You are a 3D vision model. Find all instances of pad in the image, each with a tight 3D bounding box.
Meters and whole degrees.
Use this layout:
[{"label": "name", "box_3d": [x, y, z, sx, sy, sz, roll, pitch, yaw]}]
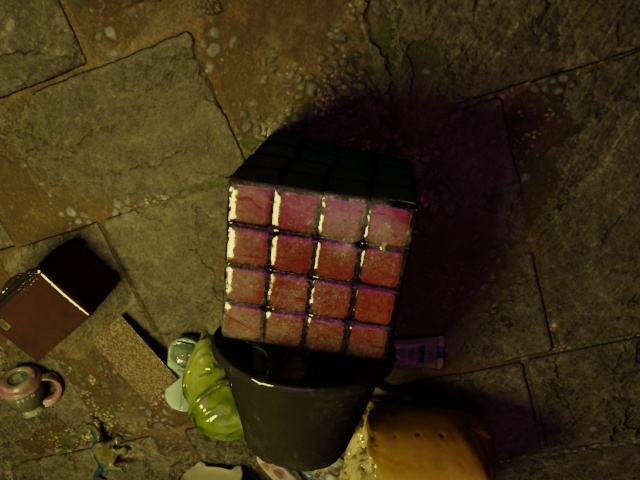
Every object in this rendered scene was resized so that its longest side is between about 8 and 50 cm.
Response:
[{"label": "pad", "box_3d": [-0.512, 0.330, 1.436, 0.158, 0.003, 0.235, -37, 96, 27]}]

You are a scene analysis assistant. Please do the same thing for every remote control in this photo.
[{"label": "remote control", "box_3d": [-0.371, 0.366, 1.439, 0.104, 0.052, 0.248, 12, 114, 0]}]

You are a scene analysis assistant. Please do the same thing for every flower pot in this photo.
[{"label": "flower pot", "box_3d": [-0.038, 0.319, 1.096, 0.379, 0.379, 0.251, 7, 103, 3]}]

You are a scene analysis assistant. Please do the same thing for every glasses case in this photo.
[{"label": "glasses case", "box_3d": [-0.121, 0.683, 1.550, 0.063, 0.041, 0.164, -39, 98, 21]}]

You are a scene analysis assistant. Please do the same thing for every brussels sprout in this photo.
[{"label": "brussels sprout", "box_3d": [-0.217, 0.361, 1.301, 0.227, 0.294, 0.259, -44, 58, 10]}]

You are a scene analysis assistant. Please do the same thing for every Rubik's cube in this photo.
[{"label": "Rubik's cube", "box_3d": [0.000, 0.000, 1.083, 0.344, 0.337, 0.344, 10, 114, 1]}]

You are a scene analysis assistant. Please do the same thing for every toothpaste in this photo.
[{"label": "toothpaste", "box_3d": [0.186, 0.292, 1.348, 0.265, 0.061, 0.096, -2, 112, 0]}]

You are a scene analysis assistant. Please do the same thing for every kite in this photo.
[{"label": "kite", "box_3d": [-0.044, 0.735, 1.586, 0.169, 0.015, 0.310, 40, 111, -9]}]

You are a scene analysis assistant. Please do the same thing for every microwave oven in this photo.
[{"label": "microwave oven", "box_3d": [-0.669, 0.141, 1.306, 0.247, 0.178, 0.188, -38, 105, 19]}]

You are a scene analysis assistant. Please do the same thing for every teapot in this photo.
[{"label": "teapot", "box_3d": [-0.836, 0.434, 1.508, 0.116, 0.148, 0.146, 28, 133, 33]}]

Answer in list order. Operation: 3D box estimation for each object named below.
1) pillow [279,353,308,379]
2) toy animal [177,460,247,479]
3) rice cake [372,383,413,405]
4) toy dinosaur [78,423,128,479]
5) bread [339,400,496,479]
[{"label": "pillow", "box_3d": [-0.054, 0.452, 1.390, 0.236, 0.084, 0.223, 44, 118, 24]}, {"label": "toy animal", "box_3d": [-0.329, 0.845, 1.553, 0.250, 0.251, 0.310, 0, 107, 6]}, {"label": "rice cake", "box_3d": [0.150, 0.404, 1.404, 0.206, 0.036, 0.047, 21, 114, -3]}, {"label": "toy dinosaur", "box_3d": [-0.689, 0.651, 1.595, 0.188, 0.075, 0.248, -21, 116, 22]}, {"label": "bread", "box_3d": [0.248, 0.558, 1.342, 0.393, 0.250, 0.361, 3, 142, -6]}]
